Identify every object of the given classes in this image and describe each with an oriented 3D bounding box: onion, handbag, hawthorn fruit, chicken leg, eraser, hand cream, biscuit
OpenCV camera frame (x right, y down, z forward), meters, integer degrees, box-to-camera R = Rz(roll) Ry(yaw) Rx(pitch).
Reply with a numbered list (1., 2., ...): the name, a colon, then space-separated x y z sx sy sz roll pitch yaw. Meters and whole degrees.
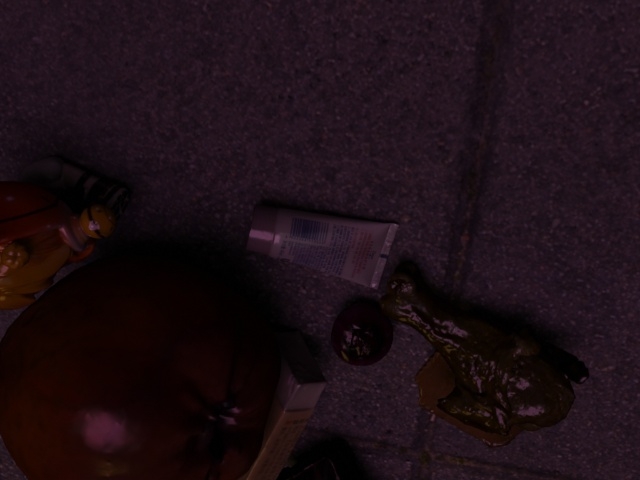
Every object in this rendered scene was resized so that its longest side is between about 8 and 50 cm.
1. onion: 0.075 0.170 1.256 0.115 0.104 0.115 -1 109 -4
2. handbag: 0.022 0.528 1.417 0.169 0.155 0.215 -31 88 22
3. hawthorn fruit: -0.315 0.246 1.194 0.472 0.472 0.471 5 117 10
4. chicken leg: 0.252 0.206 1.209 0.361 0.140 0.211 27 98 10
5. eraser: -0.103 0.342 1.352 0.078 0.144 0.343 4 125 -34
6. hand cream: 0.000 0.000 1.209 0.248 0.083 0.133 14 120 -7
7. biscuit: 0.305 0.266 1.303 0.232 0.013 0.237 30 118 -4

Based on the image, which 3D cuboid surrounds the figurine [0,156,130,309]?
1. figurine: -0.495 -0.014 1.163 0.320 0.323 0.196 -17 112 19
